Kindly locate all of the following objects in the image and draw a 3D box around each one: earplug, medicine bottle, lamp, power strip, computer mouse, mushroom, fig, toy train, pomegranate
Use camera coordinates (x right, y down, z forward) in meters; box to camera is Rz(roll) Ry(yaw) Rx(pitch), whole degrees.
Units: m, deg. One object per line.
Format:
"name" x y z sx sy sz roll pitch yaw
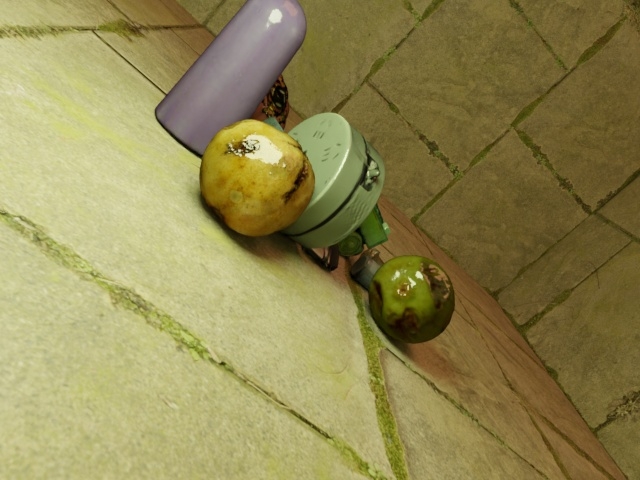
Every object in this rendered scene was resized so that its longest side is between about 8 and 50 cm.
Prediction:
"earplug" -0.216 -0.444 1.341 0.215 0.456 0.215 39 14 -12
"medicine bottle" 0.189 0.136 1.603 0.203 0.083 0.083 41 15 -16
"lamp" -0.245 -0.474 1.761 0.239 0.306 0.305 2 -6 27
"power strip" 0.000 -0.159 1.346 0.161 0.357 0.357 36 17 -37
"computer mouse" 0.003 -0.001 1.487 0.126 0.071 0.231 39 17 -23
"mushroom" 0.204 0.109 1.686 0.223 0.081 0.092 42 46 -34
"fig" 0.256 0.166 1.432 0.239 0.239 0.271 51 2 23
"toy train" 0.101 -0.079 1.665 0.159 0.188 0.272 -113 178 -58
"pomegranate" -0.140 -0.140 1.146 0.260 0.260 0.260 41 15 -14

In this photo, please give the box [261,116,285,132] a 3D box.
"box" -0.150 -0.265 1.573 0.130 0.162 0.227 61 0 -44
